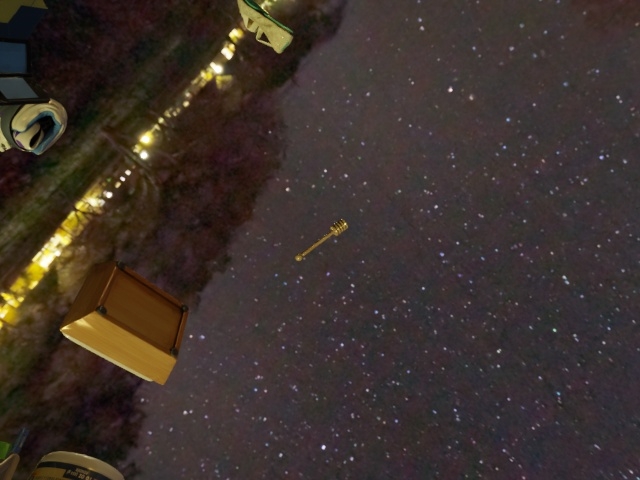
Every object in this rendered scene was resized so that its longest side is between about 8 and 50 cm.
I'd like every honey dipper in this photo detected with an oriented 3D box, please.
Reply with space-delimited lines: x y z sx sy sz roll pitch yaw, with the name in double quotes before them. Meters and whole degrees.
"honey dipper" 0.000 0.000 1.157 0.161 0.030 0.030 -35 -162 -18

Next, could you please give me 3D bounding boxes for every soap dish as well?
"soap dish" -0.480 0.203 1.180 0.118 0.291 0.228 -35 -149 22

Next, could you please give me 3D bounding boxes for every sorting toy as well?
"sorting toy" -0.856 0.655 1.165 0.196 0.047 0.347 140 -33 -69

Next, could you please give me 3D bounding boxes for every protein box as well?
"protein box" -0.837 -0.572 1.120 0.136 0.201 0.199 92 13 -67

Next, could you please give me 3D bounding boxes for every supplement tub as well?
"supplement tub" -0.647 0.709 1.106 0.228 0.228 0.316 -33 -152 33

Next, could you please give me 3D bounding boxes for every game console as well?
"game console" -0.594 -0.326 0.887 0.071 0.107 0.122 -39 -178 28

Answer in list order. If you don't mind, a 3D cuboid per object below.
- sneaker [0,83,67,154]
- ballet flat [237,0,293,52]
"sneaker" -0.806 -0.272 1.158 0.323 0.130 0.236 -35 -133 -18
"ballet flat" -0.117 -0.412 0.871 0.168 0.057 0.052 48 -65 27
